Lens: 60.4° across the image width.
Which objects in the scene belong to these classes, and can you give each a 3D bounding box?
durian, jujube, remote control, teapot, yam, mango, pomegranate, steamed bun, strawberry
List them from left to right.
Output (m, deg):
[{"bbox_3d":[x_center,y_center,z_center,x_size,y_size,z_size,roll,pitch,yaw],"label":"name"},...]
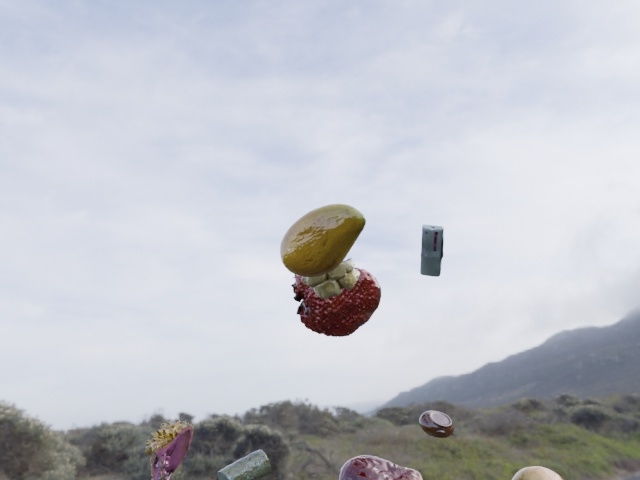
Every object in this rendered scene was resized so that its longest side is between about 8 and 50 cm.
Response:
[{"bbox_3d":[-0.534,0.722,1.913,0.112,0.191,0.341,23,-45,11],"label":"durian"},{"bbox_3d":[-0.302,0.916,2.178,0.194,0.107,0.107,-18,-11,-27],"label":"yam"},{"bbox_3d":[0.000,0.000,1.525,0.316,0.177,0.119,-36,-21,33],"label":"mango"},{"bbox_3d":[0.035,0.129,1.803,0.192,0.106,0.177,-15,-1,-8],"label":"steamed bun"},{"bbox_3d":[0.075,0.223,2.184,0.351,0.312,0.267,-9,7,21],"label":"strawberry"},{"bbox_3d":[0.176,0.723,1.599,0.255,0.190,0.190,-5,-18,7],"label":"jujube"},{"bbox_3d":[0.323,0.032,1.595,0.065,0.029,0.166,7,-55,17],"label":"remote control"},{"bbox_3d":[0.383,0.614,1.812,0.129,0.098,0.078,14,-63,-15],"label":"teapot"},{"bbox_3d":[0.594,0.715,1.495,0.191,0.191,0.191,-4,-18,-1],"label":"pomegranate"}]
